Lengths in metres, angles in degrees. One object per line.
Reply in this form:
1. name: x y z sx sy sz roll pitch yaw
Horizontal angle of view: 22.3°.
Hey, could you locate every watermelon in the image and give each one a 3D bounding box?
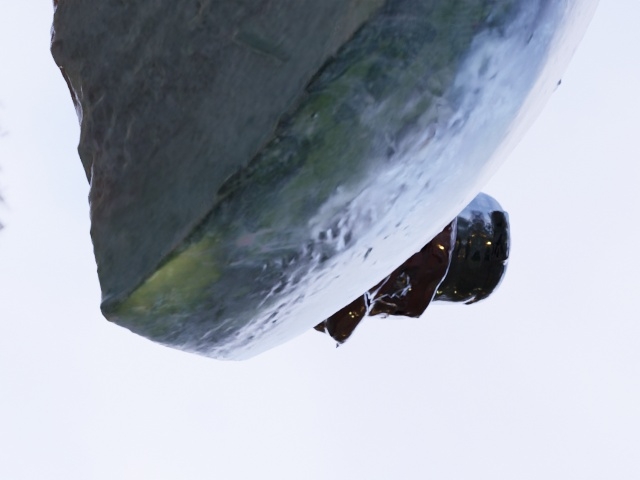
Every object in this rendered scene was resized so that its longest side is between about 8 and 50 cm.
1. watermelon: -0.015 -0.124 0.692 0.258 0.387 0.228 30 -48 8

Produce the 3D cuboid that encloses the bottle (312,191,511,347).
1. bottle: 0.000 0.000 1.120 0.156 0.271 0.143 143 -49 -62
